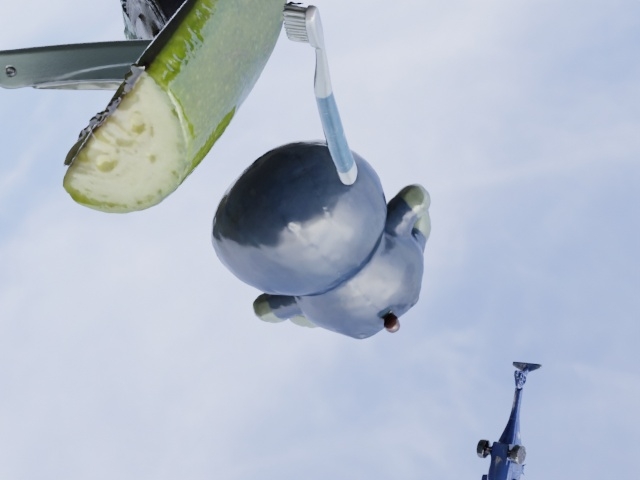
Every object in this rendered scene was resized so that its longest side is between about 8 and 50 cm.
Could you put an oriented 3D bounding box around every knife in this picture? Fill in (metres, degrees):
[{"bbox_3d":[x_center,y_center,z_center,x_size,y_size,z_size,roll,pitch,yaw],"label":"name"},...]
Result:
[{"bbox_3d":[-0.198,-0.147,1.275,0.162,0.044,0.023,-4,-158,-4],"label":"knife"}]

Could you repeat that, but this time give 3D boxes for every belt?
[{"bbox_3d":[-0.186,-0.257,1.851,0.078,0.198,0.151,-29,-111,-21],"label":"belt"}]

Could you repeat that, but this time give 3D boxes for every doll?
[{"bbox_3d":[0.000,0.000,1.549,0.228,0.258,0.154,-36,-142,12],"label":"doll"}]

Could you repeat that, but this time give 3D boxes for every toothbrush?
[{"bbox_3d":[0.002,-0.102,1.110,0.025,0.276,0.019,8,-110,10],"label":"toothbrush"}]

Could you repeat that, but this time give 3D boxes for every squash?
[{"bbox_3d":[-0.101,-0.142,1.252,0.169,0.093,0.252,-46,-169,43],"label":"squash"}]

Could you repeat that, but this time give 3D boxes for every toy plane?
[{"bbox_3d":[0.212,0.216,1.660,0.054,0.062,0.167,5,-99,36],"label":"toy plane"}]
